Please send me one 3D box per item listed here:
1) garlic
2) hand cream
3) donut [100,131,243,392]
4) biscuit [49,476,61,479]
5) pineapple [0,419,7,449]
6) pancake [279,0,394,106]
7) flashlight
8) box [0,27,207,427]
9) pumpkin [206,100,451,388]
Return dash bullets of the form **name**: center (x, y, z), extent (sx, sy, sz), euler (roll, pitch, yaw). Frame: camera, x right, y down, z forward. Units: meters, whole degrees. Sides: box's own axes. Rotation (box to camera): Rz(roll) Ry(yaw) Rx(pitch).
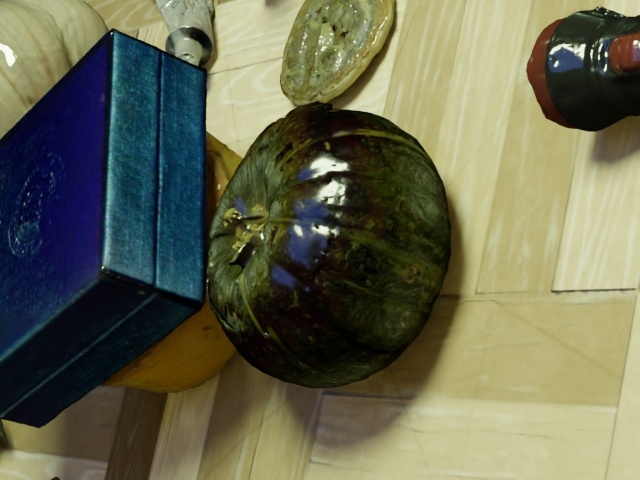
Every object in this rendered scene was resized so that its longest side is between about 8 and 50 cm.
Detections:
- **garlic**: center (-0.348, -0.123, 1.706), extent (0.322, 0.322, 0.241), euler (-37, 70, 38)
- **hand cream**: center (-0.155, -0.255, 1.722), extent (0.084, 0.050, 0.257), euler (-51, 32, 21)
- **donut**: center (-0.146, 0.021, 1.512), extent (0.277, 0.108, 0.277), euler (-30, 50, 43)
- **biscuit**: center (-0.290, 0.299, 1.645), extent (0.083, 0.018, 0.081), euler (-46, 41, 32)
- **pineapple**: center (-0.424, 0.206, 1.764), extent (0.165, 0.165, 0.364), euler (-28, 50, 44)
- **pancake**: center (0.015, -0.193, 1.476), extent (0.158, 0.028, 0.158), euler (-32, 46, 41)
- **flashlight**: center (0.248, -0.122, 1.068), extent (0.232, 0.093, 0.093), euler (0, 74, 53)
- **box**: center (-0.226, -0.006, 1.443), extent (0.279, 0.116, 0.261), euler (-37, 46, 41)
- **pumpkin**: center (-0.002, 0.000, 1.281), extent (0.238, 0.159, 0.238), euler (-24, 59, 48)
